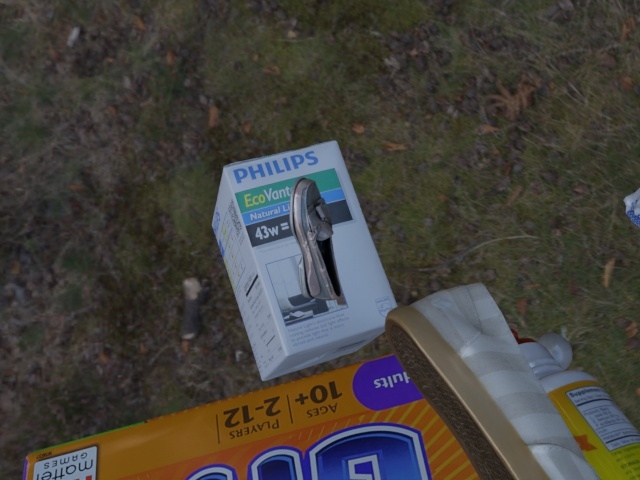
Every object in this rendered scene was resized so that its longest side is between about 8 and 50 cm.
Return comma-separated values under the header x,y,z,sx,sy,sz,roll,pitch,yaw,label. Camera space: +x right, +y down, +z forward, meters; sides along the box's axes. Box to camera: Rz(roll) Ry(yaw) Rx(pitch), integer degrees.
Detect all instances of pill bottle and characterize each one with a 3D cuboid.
x,y,z,sx,sy,sz,roll,pitch,yaw,label
0.210,0.190,0.615,0.117,0.117,0.215,-49,47,20,pill bottle

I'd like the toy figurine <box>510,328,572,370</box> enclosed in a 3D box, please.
x,y,z,sx,sy,sz,roll,pitch,yaw,label
0.251,0.221,1.076,0.148,0.209,0.213,-25,53,58,toy figurine

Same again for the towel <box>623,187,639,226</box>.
x,y,z,sx,sy,sz,roll,pitch,yaw,label
0.379,0.020,0.599,0.285,0.209,0.034,49,152,-2,towel

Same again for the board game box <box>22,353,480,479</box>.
x,y,z,sx,sy,sz,roll,pitch,yaw,label
-0.008,0.366,0.619,0.356,0.356,0.356,-16,45,1,board game box

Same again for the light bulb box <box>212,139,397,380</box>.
x,y,z,sx,sy,sz,roll,pitch,yaw,label
-0.048,0.053,1.477,0.358,0.225,0.361,125,128,-69,light bulb box

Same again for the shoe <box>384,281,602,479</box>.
x,y,z,sx,sy,sz,roll,pitch,yaw,label
0.111,0.113,0.376,0.058,0.076,0.219,-23,65,-18,shoe

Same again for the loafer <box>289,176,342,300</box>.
x,y,z,sx,sy,sz,roll,pitch,yaw,label
0.000,0.000,0.722,0.039,0.045,0.125,10,119,31,loafer
